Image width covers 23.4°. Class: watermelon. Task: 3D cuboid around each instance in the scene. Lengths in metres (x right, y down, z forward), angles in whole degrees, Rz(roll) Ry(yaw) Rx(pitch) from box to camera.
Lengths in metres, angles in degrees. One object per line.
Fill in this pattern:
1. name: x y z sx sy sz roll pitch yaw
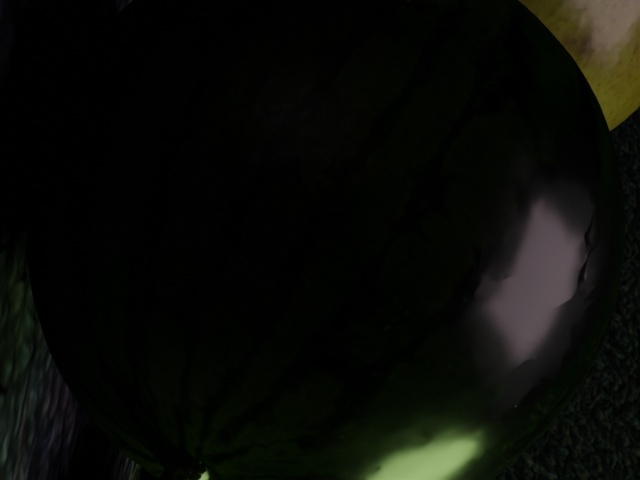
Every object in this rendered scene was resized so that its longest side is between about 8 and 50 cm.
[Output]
1. watermelon: 0.002 -0.004 0.627 0.242 0.242 0.242 14 90 -86

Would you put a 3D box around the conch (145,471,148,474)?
1. conch: -0.097 0.181 1.140 0.170 0.079 0.106 -61 177 28

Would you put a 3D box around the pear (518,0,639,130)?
1. pear: 0.107 -0.194 1.002 0.314 0.314 0.314 14 90 -86

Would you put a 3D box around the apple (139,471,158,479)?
1. apple: -0.032 0.247 0.903 0.286 0.233 0.286 -59 174 -10
